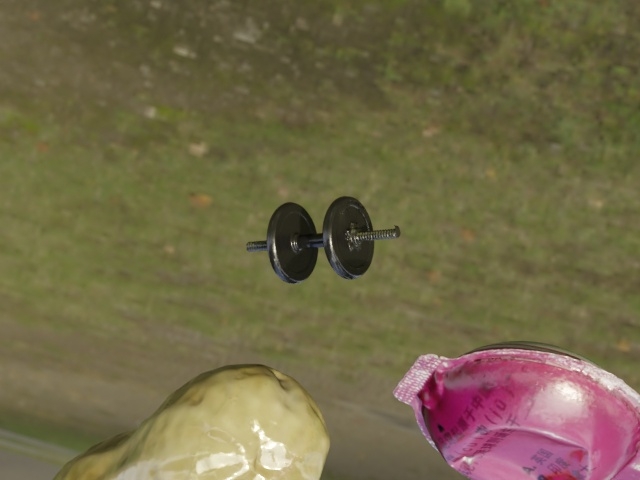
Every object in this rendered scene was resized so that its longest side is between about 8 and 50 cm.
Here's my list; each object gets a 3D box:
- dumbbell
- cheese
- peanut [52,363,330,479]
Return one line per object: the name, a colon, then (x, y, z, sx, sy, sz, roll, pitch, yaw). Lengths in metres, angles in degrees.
dumbbell: (0.000, 0.000, 1.218, 0.147, 0.069, 0.069, -5, 158, 34)
cheese: (0.164, 0.126, 0.915, 0.244, 0.062, 0.155, 22, 142, -5)
peanut: (-0.105, 0.174, 0.994, 0.256, 0.123, 0.123, -33, 140, 29)
